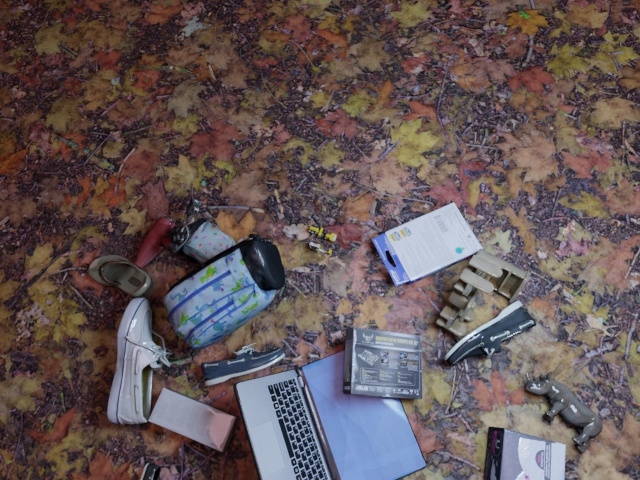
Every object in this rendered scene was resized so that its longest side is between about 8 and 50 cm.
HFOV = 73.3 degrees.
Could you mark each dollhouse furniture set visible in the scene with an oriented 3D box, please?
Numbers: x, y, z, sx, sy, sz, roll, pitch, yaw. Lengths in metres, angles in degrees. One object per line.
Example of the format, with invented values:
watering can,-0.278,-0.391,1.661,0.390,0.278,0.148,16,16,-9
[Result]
dollhouse furniture set,0.486,0.156,1.264,0.161,0.212,0.242,31,47,21

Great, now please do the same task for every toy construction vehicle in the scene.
toy construction vehicle,0.000,0.000,1.450,0.098,0.035,0.086,16,60,6

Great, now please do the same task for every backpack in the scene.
backpack,-0.287,0.159,1.281,0.355,0.290,0.274,-17,84,3
backpack,-0.361,0.023,1.414,0.181,0.115,0.152,31,71,11

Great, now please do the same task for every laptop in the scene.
laptop,0.034,0.502,1.156,0.236,0.407,0.382,-33,67,27

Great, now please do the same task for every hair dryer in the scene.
hair dryer,-0.512,-0.008,1.396,0.293,0.080,0.224,-38,28,26

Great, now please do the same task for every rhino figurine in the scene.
rhino figurine,0.678,0.464,1.215,0.106,0.073,0.243,-41,71,-8

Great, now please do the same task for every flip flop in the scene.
flip flop,-0.659,0.107,1.393,0.277,0.080,0.112,19,72,31

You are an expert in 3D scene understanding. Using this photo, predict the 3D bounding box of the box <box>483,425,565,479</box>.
box,0.526,0.636,1.121,0.163,0.142,0.248,12,71,8

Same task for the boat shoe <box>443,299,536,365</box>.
boat shoe,0.503,0.290,1.268,0.302,0.114,0.091,-32,65,-8

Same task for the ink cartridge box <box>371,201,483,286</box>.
ink cartridge box,0.342,0.018,1.406,0.310,0.065,0.186,-22,70,-8

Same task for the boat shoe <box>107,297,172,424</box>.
boat shoe,-0.518,0.356,1.287,0.156,0.136,0.368,2,72,4

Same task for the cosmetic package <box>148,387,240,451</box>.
cosmetic package,-0.367,0.521,1.255,0.238,0.060,0.099,18,69,9

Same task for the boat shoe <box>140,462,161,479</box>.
boat shoe,-0.484,0.698,1.201,0.041,0.049,0.133,4,65,13

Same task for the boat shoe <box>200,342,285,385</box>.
boat shoe,-0.235,0.362,1.294,0.254,0.095,0.079,-20,81,5

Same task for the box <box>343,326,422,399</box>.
box,0.183,0.357,1.246,0.230,0.056,0.183,10,68,-19
